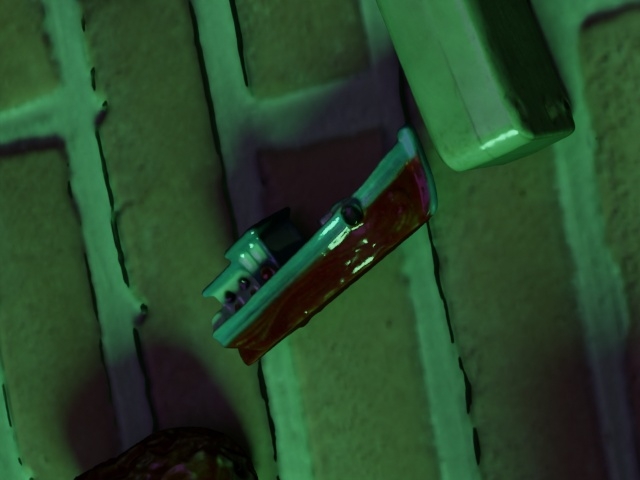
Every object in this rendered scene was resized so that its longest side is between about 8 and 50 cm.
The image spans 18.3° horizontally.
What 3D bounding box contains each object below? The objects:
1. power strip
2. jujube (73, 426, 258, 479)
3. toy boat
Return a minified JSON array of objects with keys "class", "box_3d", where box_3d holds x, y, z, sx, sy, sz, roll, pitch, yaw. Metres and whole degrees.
[{"class":"power strip","box_3d":[0.048,-0.177,1.025,0.053,0.093,0.288,-24,84,27]},{"class":"jujube","box_3d":[-0.098,0.149,1.157,0.129,0.077,0.077,-18,87,34]},{"class":"toy boat","box_3d":[0.000,0.000,1.087,0.173,0.069,0.059,-41,85,31]}]
